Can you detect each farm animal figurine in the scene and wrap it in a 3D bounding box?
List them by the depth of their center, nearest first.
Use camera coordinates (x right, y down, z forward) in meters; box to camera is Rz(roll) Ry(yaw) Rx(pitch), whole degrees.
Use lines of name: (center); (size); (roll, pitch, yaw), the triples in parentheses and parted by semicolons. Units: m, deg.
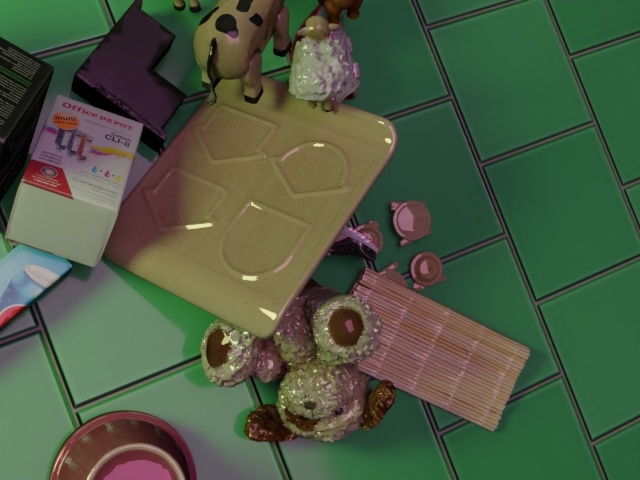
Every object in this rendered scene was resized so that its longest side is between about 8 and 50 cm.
farm animal figurine: (-0.109, -0.349, 1.276); (0.330, 0.172, 0.327); (5, 61, 5)

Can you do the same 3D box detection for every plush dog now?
plush dog: (-0.014, 0.185, 1.316); (0.262, 0.210, 0.225); (-12, 100, 14)

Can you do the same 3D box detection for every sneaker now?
sneaker: (0.000, 0.000, 1.394); (0.178, 0.072, 0.077); (23, 93, 2)
sneaker: (0.010, -0.270, 1.426); (0.111, 0.103, 0.252); (18, 84, -16)

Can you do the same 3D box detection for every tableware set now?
tableware set: (0.124, 0.023, 1.449); (0.141, 0.020, 0.169); (-20, 92, -14)

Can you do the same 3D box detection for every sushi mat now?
sushi mat: (0.171, 0.173, 1.435); (0.316, 0.019, 0.151); (26, 83, -12)

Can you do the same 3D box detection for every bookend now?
bookend: (-0.256, -0.244, 1.344); (0.156, 0.072, 0.157); (36, 72, -10)

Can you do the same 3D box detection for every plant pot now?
plant pot: (-0.252, 0.326, 1.195); (0.201, 0.180, 0.201); (3, 80, -18)

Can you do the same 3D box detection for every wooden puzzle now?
wooden puzzle: (-0.098, -0.059, 1.293); (0.322, 0.080, 0.348); (23, 72, 28)

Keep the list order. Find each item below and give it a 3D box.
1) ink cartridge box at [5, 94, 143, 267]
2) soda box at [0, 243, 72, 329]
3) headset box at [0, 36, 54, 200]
ink cartridge box: (-0.329, -0.082, 1.231); (0.128, 0.127, 0.176); (18, 45, -15)
soda box: (-0.440, 0.081, 1.234); (0.210, 0.067, 0.071); (-43, 95, -19)
headset box: (-0.497, -0.164, 1.151); (0.246, 0.283, 0.131); (30, 58, -12)
